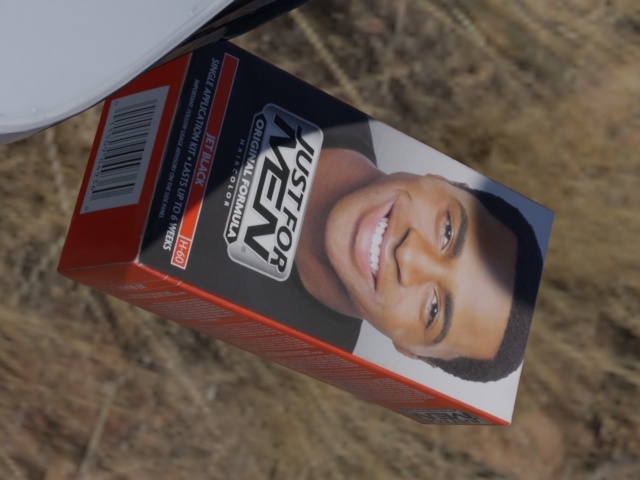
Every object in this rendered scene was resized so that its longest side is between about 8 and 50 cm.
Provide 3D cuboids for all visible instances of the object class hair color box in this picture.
[{"bbox_3d":[0.000,0.000,0.557,0.141,0.043,0.072,24,71,-35],"label":"hair color box"}]

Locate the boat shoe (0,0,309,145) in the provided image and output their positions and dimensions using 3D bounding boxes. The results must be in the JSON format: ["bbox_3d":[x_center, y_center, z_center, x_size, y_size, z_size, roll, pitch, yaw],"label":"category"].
[{"bbox_3d":[-0.019,-0.077,0.390,0.228,0.076,0.080,-39,106,-35],"label":"boat shoe"}]
